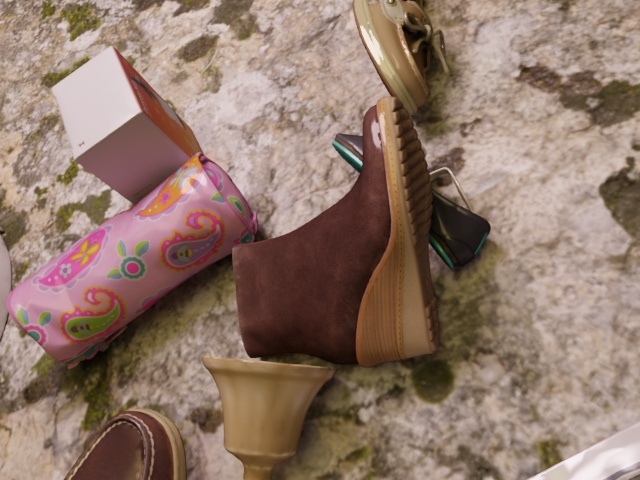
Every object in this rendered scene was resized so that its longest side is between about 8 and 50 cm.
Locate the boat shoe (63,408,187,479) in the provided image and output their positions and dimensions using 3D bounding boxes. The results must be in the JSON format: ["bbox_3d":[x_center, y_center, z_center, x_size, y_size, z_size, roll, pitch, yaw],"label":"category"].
[{"bbox_3d":[-0.223,0.301,0.498,0.123,0.123,0.341,15,72,28],"label":"boat shoe"}]

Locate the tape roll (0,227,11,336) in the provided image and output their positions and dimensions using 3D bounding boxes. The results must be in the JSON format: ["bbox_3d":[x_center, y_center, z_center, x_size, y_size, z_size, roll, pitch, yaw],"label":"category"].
[{"bbox_3d":[-0.602,0.116,0.842,0.392,0.072,0.391,-10,62,19],"label":"tape roll"}]

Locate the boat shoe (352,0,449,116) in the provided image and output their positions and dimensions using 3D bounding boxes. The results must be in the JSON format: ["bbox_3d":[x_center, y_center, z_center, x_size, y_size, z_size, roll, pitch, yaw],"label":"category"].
[{"bbox_3d":[0.092,-0.270,0.715,0.089,0.104,0.285,-19,59,17],"label":"boat shoe"}]

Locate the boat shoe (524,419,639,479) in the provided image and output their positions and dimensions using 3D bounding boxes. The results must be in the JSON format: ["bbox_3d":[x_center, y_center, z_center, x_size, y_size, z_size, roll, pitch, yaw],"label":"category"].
[{"bbox_3d":[0.230,0.189,0.427,0.301,0.108,0.102,-31,57,9],"label":"boat shoe"}]

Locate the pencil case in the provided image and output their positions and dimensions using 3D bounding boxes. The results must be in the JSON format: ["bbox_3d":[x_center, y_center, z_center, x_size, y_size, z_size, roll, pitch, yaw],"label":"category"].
[{"bbox_3d":[-0.208,0.025,0.694,0.284,0.124,0.124,-36,57,4],"label":"pencil case"}]

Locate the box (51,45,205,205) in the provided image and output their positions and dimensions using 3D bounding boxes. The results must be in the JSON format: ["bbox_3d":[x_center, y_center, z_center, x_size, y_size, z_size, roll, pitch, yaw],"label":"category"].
[{"bbox_3d":[-0.216,-0.119,0.732,0.091,0.170,0.130,-33,58,5],"label":"box"}]

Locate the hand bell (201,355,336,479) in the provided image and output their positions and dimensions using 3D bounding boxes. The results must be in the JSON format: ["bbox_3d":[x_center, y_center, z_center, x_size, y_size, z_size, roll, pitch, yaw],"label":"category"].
[{"bbox_3d":[-0.060,0.230,0.547,0.126,0.126,0.241,1,77,24],"label":"hand bell"}]

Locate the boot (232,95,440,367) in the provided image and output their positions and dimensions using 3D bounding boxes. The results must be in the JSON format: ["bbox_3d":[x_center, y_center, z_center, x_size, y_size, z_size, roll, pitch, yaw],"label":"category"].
[{"bbox_3d":[0.000,0.000,0.583,0.207,0.090,0.248,-3,96,26],"label":"boot"}]

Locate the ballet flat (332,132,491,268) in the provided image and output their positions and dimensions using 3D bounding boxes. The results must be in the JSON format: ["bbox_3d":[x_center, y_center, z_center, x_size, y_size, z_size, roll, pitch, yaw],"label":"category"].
[{"bbox_3d":[0.096,-0.059,0.630,0.074,0.074,0.203,-41,63,0],"label":"ballet flat"}]
